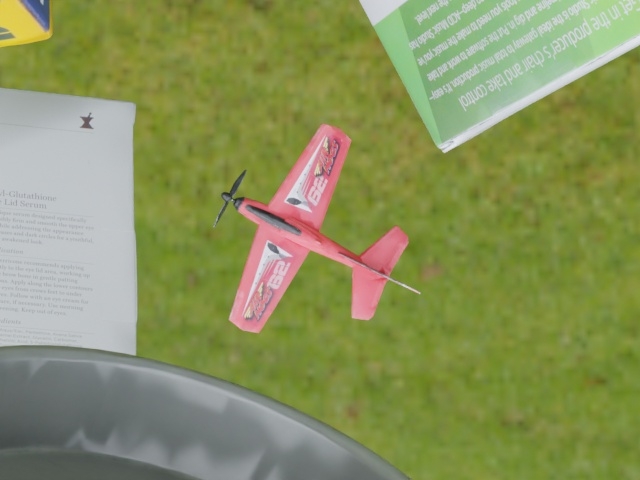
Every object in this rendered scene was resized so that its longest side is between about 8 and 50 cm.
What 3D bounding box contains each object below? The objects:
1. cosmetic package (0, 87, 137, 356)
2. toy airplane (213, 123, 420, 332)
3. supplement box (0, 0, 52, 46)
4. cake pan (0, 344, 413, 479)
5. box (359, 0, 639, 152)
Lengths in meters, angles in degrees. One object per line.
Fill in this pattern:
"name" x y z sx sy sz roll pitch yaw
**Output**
"cosmetic package" -0.314 0.027 1.344 0.377 0.284 0.097 6 153 -15
"toy airplane" 0.000 0.000 1.341 0.151 0.151 0.028 8 -178 -15
"supplement box" -0.275 -0.300 1.141 0.195 0.357 0.194 -6 164 9
"cake pan" -0.062 0.139 0.870 0.293 0.293 0.054 13 110 -22
"box" 0.045 -0.215 0.895 0.058 0.322 0.232 -26 180 -24
